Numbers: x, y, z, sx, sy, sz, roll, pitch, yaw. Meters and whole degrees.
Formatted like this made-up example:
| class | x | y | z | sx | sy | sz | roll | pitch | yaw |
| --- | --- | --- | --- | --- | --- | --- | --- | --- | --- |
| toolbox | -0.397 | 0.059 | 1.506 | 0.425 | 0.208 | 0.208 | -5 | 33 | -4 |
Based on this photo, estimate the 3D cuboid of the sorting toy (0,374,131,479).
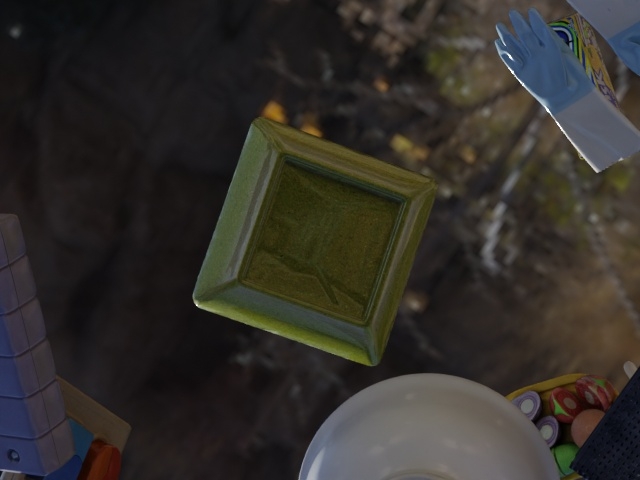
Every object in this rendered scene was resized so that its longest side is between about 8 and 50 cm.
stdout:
| class | x | y | z | sx | sy | sz | roll | pitch | yaw |
| --- | --- | --- | --- | --- | --- | --- | --- | --- | --- |
| sorting toy | -0.258 | 0.287 | 1.717 | 0.041 | 0.307 | 0.229 | 18 | 166 | 17 |

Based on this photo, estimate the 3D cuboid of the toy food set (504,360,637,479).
| class | x | y | z | sx | sy | sz | roll | pitch | yaw |
| --- | --- | --- | --- | --- | --- | --- | --- | --- | --- |
| toy food set | 0.302 | 0.223 | 2.328 | 0.071 | 0.218 | 0.128 | 27 | -135 | -68 |

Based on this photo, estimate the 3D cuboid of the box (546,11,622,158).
| class | x | y | z | sx | sy | sz | roll | pitch | yaw |
| --- | --- | --- | --- | --- | --- | --- | --- | --- | --- |
| box | 0.316 | -0.188 | 2.300 | 0.059 | 0.054 | 0.169 | -34 | -76 | -62 |

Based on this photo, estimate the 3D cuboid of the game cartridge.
| class | x | y | z | sx | sy | sz | roll | pitch | yaw |
| --- | --- | --- | --- | --- | --- | --- | --- | --- | --- |
| game cartridge | -0.381 | 0.077 | 1.631 | 0.355 | 0.230 | 0.068 | 2 | -153 | 34 |

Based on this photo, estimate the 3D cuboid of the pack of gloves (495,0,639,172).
| class | x | y | z | sx | sy | sz | roll | pitch | yaw |
| --- | --- | --- | --- | --- | --- | --- | --- | --- | --- |
| pack of gloves | 0.329 | -0.212 | 2.210 | 0.232 | 0.195 | 0.046 | 48 | -142 | -16 |

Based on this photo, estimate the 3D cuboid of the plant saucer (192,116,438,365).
| class | x | y | z | sx | sy | sz | roll | pitch | yaw |
| --- | --- | --- | --- | --- | --- | --- | --- | --- | --- |
| plant saucer | 0.000 | 0.000 | 1.760 | 0.188 | 0.188 | 0.045 | 19 | 174 | -8 |

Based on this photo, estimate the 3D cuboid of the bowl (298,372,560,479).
| class | x | y | z | sx | sy | sz | roll | pitch | yaw |
| --- | --- | --- | --- | --- | --- | --- | --- | --- | --- |
| bowl | 0.111 | 0.301 | 2.059 | 0.298 | 0.298 | 0.134 | 33 | -168 | 2 |

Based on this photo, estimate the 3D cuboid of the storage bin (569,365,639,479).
| class | x | y | z | sx | sy | sz | roll | pitch | yaw |
| --- | --- | --- | --- | --- | --- | --- | --- | --- | --- |
| storage bin | 0.350 | 0.181 | 1.990 | 0.084 | 0.180 | 0.122 | 38 | -149 | 12 |
